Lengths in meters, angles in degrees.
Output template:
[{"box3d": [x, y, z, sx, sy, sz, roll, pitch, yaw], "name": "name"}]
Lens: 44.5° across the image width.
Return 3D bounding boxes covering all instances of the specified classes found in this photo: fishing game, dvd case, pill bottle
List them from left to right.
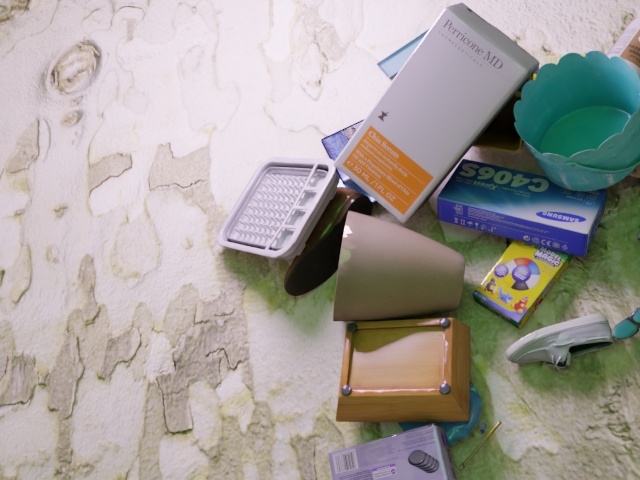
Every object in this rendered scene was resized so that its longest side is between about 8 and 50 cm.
[{"box3d": [0.144, -0.257, 2.038, 0.253, 0.022, 0.180, -25, 49, 0], "name": "dvd case"}, {"box3d": [0.258, 0.366, 1.706, 0.264, 0.041, 0.189, 30, 69, 34], "name": "fishing game"}, {"box3d": [0.739, -0.409, 1.874, 0.131, 0.131, 0.229, 32, 78, 29], "name": "pill bottle"}]

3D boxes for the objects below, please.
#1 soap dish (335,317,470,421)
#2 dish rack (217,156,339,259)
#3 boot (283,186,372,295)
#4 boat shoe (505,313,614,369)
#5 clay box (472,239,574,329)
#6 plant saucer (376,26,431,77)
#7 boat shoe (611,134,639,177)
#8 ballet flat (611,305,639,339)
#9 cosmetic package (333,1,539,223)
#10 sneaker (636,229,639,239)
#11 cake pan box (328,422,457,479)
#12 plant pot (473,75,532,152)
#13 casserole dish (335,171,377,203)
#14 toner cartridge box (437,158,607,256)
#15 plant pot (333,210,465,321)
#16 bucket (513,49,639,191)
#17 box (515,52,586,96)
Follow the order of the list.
[{"box3d": [0.176, 0.278, 1.703, 0.291, 0.118, 0.228, -5, 52, 18], "name": "soap dish"}, {"box3d": [-0.099, -0.076, 1.972, 0.333, 0.072, 0.285, 11, 67, 51], "name": "dish rack"}, {"box3d": [0.000, 0.000, 1.940, 0.305, 0.112, 0.115, -53, 45, -2], "name": "boot"}, {"box3d": [0.512, 0.227, 1.663, 0.228, 0.079, 0.081, -20, 56, 5], "name": "boat shoe"}, {"box3d": [0.462, 0.077, 1.771, 0.127, 0.053, 0.222, 33, 79, 31], "name": "clay box"}, {"box3d": [0.251, -0.517, 2.161, 0.192, 0.018, 0.067, -34, 59, 1], "name": "plant saucer"}, {"box3d": [0.781, -0.149, 1.756, 0.302, 0.109, 0.098, 27, 113, 29], "name": "boat shoe"}, {"box3d": [0.660, 0.179, 1.657, 0.114, 0.041, 0.041, -35, 58, -15], "name": "ballet flat"}, {"box3d": [0.257, -0.286, 1.790, 0.230, 0.161, 0.453, 40, 120, 6], "name": "cosmetic package"}, {"box3d": [0.793, 0.013, 1.681, 0.229, 0.086, 0.132, 25, 80, 38], "name": "sneaker"}, {"box3d": [0.153, 0.532, 1.610, 0.267, 0.070, 0.245, -21, 61, 19], "name": "cake pan box"}, {"box3d": [0.414, -0.348, 1.896, 0.212, 0.187, 0.212, 12, 113, 24], "name": "plant pot"}, {"box3d": [0.084, -0.134, 2.015, 0.189, 0.037, 0.114, -6, 63, 17], "name": "casserole dish"}, {"box3d": [0.461, -0.082, 1.806, 0.348, 0.075, 0.165, 16, 48, 25], "name": "toner cartridge box"}, {"box3d": [0.182, 0.075, 1.778, 0.274, 0.256, 0.256, 7, 66, 4], "name": "plant pot"}, {"box3d": [0.580, -0.254, 1.721, 0.281, 0.183, 0.281, -15, 56, 23], "name": "bucket"}, {"box3d": [0.563, -0.417, 1.981, 0.233, 0.058, 0.087, -2, 64, 17], "name": "box"}]
